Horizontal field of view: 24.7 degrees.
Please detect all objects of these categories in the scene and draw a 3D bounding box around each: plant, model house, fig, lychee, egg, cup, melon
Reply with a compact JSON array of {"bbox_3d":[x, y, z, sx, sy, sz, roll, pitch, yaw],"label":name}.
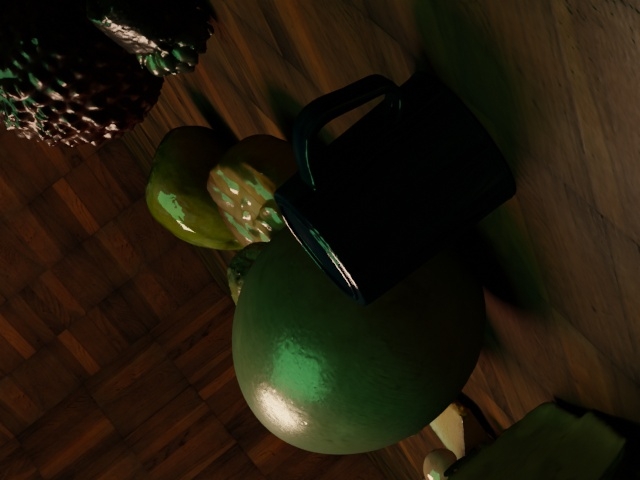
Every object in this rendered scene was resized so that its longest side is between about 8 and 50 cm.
[{"bbox_3d":[-0.179,-0.236,1.573,0.092,0.094,0.143,-14,146,42],"label":"plant"},{"bbox_3d":[0.221,0.322,1.288,0.266,0.261,0.321,50,177,-6],"label":"model house"},{"bbox_3d":[-0.162,-0.057,2.110,0.233,0.167,0.167,59,172,-4],"label":"fig"},{"bbox_3d":[-0.340,-0.250,1.873,0.300,0.264,0.264,28,-178,-23],"label":"lychee"},{"bbox_3d":[0.025,0.086,1.331,0.218,0.218,0.295,50,145,9],"label":"egg"},{"bbox_3d":[0.040,-0.048,1.052,0.150,0.138,0.113,53,172,-11],"label":"cup"},{"bbox_3d":[0.157,0.217,1.931,0.182,0.054,0.098,42,162,53],"label":"melon"}]

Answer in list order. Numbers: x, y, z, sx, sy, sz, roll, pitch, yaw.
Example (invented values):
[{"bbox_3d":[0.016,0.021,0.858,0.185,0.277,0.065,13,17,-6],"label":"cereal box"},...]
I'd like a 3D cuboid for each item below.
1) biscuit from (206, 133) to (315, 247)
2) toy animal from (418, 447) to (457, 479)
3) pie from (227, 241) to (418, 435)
[{"bbox_3d":[0.000,0.000,1.636,0.296,0.102,0.296,41,163,16],"label":"biscuit"},{"bbox_3d":[0.209,0.422,1.880,0.247,0.277,0.345,-114,20,-50],"label":"toy animal"},{"bbox_3d":[0.012,0.108,1.578,0.277,0.078,0.277,36,161,14],"label":"pie"}]
